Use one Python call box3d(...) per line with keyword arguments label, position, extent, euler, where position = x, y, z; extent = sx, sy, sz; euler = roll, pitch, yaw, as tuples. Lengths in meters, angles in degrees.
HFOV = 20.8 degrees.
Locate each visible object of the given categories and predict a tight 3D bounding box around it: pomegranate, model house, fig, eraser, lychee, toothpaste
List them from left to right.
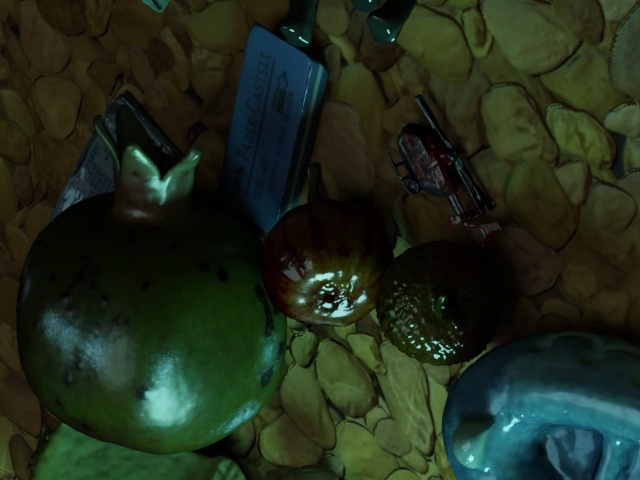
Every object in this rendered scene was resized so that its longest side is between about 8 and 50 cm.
box3d(label="toothpaste", position=(-0.242, -0.031, 1.887), extent=(0.099, 0.068, 0.282), euler=(31, 126, -9))
box3d(label="model house", position=(-0.196, 0.325, 1.923), extent=(0.266, 0.261, 0.321), euler=(24, 148, 4))
box3d(label="pomegranate", position=(-0.157, 0.040, 1.709), extent=(0.291, 0.291, 0.323), euler=(15, 93, 40))
box3d(label="eraser", position=(-0.046, -0.101, 1.670), extent=(0.082, 0.036, 0.225), euler=(34, 130, 26))
box3d(label="fig", position=(-0.004, 0.010, 1.618), extent=(0.150, 0.128, 0.128), euler=(45, 135, 18))
box3d(label="lychee", position=(0.105, 0.056, 1.536), extent=(0.114, 0.114, 0.146), euler=(64, 178, -1))

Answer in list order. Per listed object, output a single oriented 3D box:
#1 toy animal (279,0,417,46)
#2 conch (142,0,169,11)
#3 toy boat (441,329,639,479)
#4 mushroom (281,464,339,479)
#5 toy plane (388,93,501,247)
box3d(label="toy animal", position=(0.001, -0.239, 1.477), extent=(0.245, 0.146, 0.114), euler=(13, 150, 20))
box3d(label="conch", position=(-0.176, -0.302, 1.652), extent=(0.153, 0.102, 0.135), euler=(40, 120, -7))
box3d(label="toy boat", position=(0.239, 0.197, 1.447), extent=(0.330, 0.123, 0.215), euler=(29, 118, 29))
box3d(label="mushroom", position=(-0.019, 0.351, 1.829), extent=(0.096, 0.099, 0.278), euler=(17, 121, 6))
box3d(label="toy plane", position=(0.108, -0.056, 1.541), extent=(0.060, 0.037, 0.145), euler=(-37, 78, 37))
